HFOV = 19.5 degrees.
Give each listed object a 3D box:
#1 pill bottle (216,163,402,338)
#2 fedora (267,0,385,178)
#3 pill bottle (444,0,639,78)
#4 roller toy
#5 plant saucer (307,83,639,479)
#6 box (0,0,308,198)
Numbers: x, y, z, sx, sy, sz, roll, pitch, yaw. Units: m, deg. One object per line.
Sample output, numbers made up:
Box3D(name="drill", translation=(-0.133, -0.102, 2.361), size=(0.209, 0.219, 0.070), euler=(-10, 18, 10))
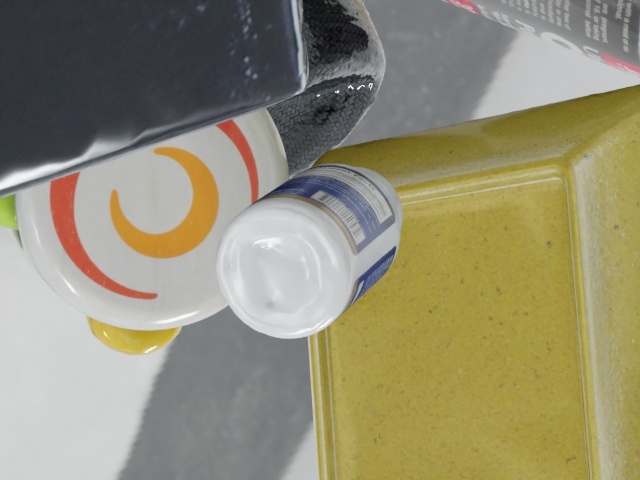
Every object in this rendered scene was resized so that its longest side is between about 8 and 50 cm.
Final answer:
Box3D(name="pill bottle", translation=(0.000, 0.000, 0.901), size=(0.067, 0.067, 0.120), euler=(-50, 175, 23))
Box3D(name="fedora", translation=(-0.070, -0.136, 1.475), size=(0.334, 0.152, 0.334), euler=(-27, 153, -15))
Box3D(name="pill bottle", translation=(0.236, -0.217, 1.394), size=(0.176, 0.318, 0.176), euler=(-39, 143, -38))
Box3D(name="roller toy", translation=(-0.126, -0.040, 1.304), size=(0.191, 0.146, 0.209), euler=(-43, 108, -7))
Box3D(name="plant saucer", translation=(0.104, 0.077, 1.238), size=(0.333, 0.333, 0.081), euler=(-10, 171, 42))
Box3D(name="box", translation=(-0.198, -0.124, 0.479), size=(0.296, 0.294, 0.183), euler=(-20, 127, -15))
